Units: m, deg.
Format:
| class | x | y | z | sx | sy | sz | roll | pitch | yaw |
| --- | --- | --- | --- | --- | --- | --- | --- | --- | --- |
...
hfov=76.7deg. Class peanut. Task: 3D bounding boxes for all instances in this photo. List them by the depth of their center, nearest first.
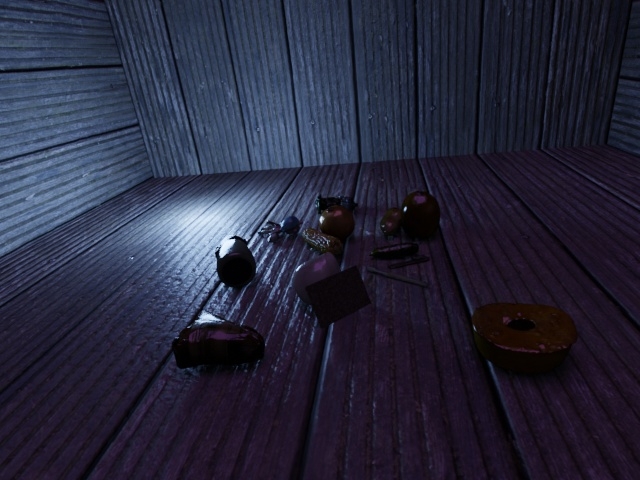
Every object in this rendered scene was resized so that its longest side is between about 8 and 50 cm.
| class | x | y | z | sx | sy | sz | roll | pitch | yaw |
| --- | --- | --- | --- | --- | --- | --- | --- | --- | --- |
| peanut | 0.375 | -0.097 | 2.098 | 0.120 | 0.111 | 0.236 | 11 | 30 | 17 |

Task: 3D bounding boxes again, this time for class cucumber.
| class | x | y | z | sx | sy | sz | roll | pitch | yaw |
| --- | --- | --- | --- | --- | --- | --- | --- | --- | --- |
| cucumber | 0.334 | 0.048 | 1.840 | 0.227 | 0.069 | 0.069 | -8 | 23 | 6 |

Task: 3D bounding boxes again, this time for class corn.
| class | x | y | z | sx | sy | sz | roll | pitch | yaw |
| --- | --- | --- | --- | --- | --- | --- | --- | --- | --- |
| corn | 0.000 | 0.000 | 1.992 | 0.101 | 0.101 | 0.291 | -20 | 28 | -27 |

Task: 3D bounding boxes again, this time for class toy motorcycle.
| class | x | y | z | sx | sy | sz | roll | pitch | yaw |
| --- | --- | --- | --- | --- | --- | --- | --- | --- | --- |
| toy motorcycle | 0.081 | -0.219 | 2.443 | 0.274 | 0.125 | 0.187 | 7 | 18 | 28 |

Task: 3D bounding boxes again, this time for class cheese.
| class | x | y | z | sx | sy | sz | roll | pitch | yaw |
| --- | --- | --- | --- | --- | --- | --- | --- | --- | --- |
| cheese | -0.008 | 0.159 | 1.537 | 0.188 | 0.198 | 0.154 | -19 | -12 | 7 |

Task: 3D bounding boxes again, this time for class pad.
| class | x | y | z | sx | sy | sz | roll | pitch | yaw |
| --- | --- | --- | --- | --- | --- | --- | --- | --- | --- |
| pad | 0.068 | 0.200 | 1.470 | 0.234 | 0.158 | 0.003 | -21 | -1 | -28 |

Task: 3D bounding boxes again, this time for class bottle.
| class | x | y | z | sx | sy | sz | roll | pitch | yaw |
| --- | --- | --- | --- | --- | --- | --- | --- | --- | --- |
| bottle | -0.393 | 0.079 | 1.849 | 0.168 | 0.169 | 0.347 | -12 | 20 | -12 |

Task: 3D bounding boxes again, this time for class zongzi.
| class | x | y | z | sx | sy | sz | roll | pitch | yaw |
| --- | --- | --- | --- | --- | --- | --- | --- | --- | --- |
| zongzi | -0.319 | 0.308 | 1.365 | 0.285 | 0.134 | 0.288 | 1 | 16 | 1 |

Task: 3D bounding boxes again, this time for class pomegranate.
| class | x | y | z | sx | sy | sz | roll | pitch | yaw |
| --- | --- | --- | --- | --- | --- | --- | --- | --- | --- |
| pomegranate | 0.087 | -0.093 | 2.075 | 0.191 | 0.192 | 0.191 | -6 | 24 | 2 |

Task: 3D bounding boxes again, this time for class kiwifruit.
| class | x | y | z | sx | sy | sz | roll | pitch | yaw |
| --- | --- | --- | --- | --- | --- | --- | --- | --- | --- |
| kiwifruit | 0.489 | -0.130 | 1.987 | 0.195 | 0.234 | 0.196 | -10 | 24 | 4 |

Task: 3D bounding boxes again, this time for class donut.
| class | x | y | z | sx | sy | sz | roll | pitch | yaw |
| --- | --- | --- | --- | --- | --- | --- | --- | --- | --- |
| donut | 0.587 | 0.280 | 1.187 | 0.277 | 0.109 | 0.278 | -6 | 24 | 3 |

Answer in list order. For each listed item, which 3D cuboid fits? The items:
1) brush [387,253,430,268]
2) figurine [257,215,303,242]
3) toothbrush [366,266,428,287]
| class | x | y | z | sx | sy | sz | roll | pitch | yaw |
| --- | --- | --- | --- | --- | --- | --- | --- | --- | --- |
| brush | 0.387 | 0.090 | 1.772 | 0.190 | 0.028 | 0.034 | -12 | 22 | -10 |
| figurine | -0.235 | -0.064 | 2.197 | 0.259 | 0.103 | 0.205 | -7 | 20 | 25 |
| toothbrush | 0.311 | 0.148 | 1.664 | 0.294 | 0.026 | 0.028 | 16 | 17 | 42 |
